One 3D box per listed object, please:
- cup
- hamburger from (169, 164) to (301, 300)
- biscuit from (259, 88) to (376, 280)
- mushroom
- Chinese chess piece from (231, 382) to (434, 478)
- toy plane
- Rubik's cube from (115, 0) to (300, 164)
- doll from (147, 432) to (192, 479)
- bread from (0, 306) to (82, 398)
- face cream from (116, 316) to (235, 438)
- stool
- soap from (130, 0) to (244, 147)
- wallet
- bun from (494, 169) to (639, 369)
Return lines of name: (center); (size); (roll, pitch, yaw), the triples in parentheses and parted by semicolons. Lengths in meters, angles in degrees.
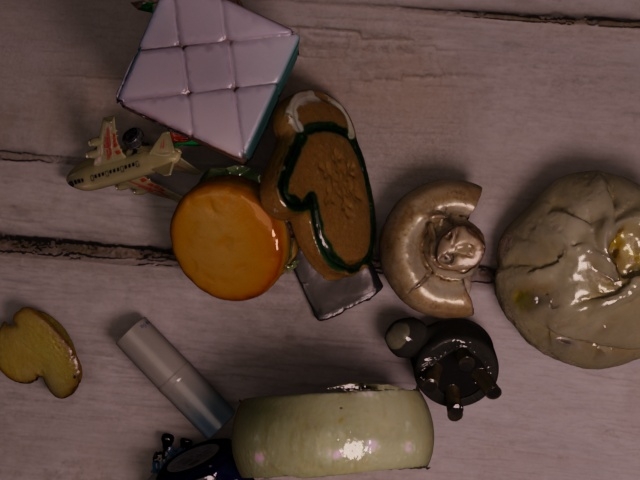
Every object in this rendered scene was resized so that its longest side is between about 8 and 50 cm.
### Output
cup: (-0.212, 0.521, 1.551); (0.255, 0.178, 0.256); (-27, 100, -34)
hamburger: (-0.140, -0.020, 1.557); (0.246, 0.170, 0.246); (6, 110, 18)
biscuit: (0.001, -0.101, 1.521); (0.057, 0.287, 0.343); (-14, 85, 36)
mushroom: (0.199, 0.016, 1.557); (0.189, 0.195, 0.253); (-1, 91, 3)
Chinese chess piece: (0.021, 0.331, 1.496); (0.349, 0.349, 0.146); (-4, 76, 1)
toy plane: (-0.354, -0.139, 1.576); (0.256, 0.242, 0.104); (-1, 57, 28)
Rubik's cube: (-0.177, -0.273, 1.433); (0.221, 0.224, 0.231); (25, 92, -3)
doll: (-0.294, 0.468, 1.642); (0.096, 0.070, 0.195); (14, 87, -12)
bread: (-0.530, 0.219, 1.641); (0.149, 0.065, 0.187); (-38, 95, 12)
face cream: (-0.272, 0.259, 1.627); (0.077, 0.077, 0.250); (-44, 90, 2)
stool: (0.224, 0.231, 1.577); (0.228, 0.139, 0.153); (9, 113, -3)
soap: (-0.219, -0.311, 1.592); (0.218, 0.098, 0.273); (-7, 92, -2)
wallet: (0.000, 0.000, 1.640); (0.146, 0.030, 0.285); (-26, 93, -1)
bun: (0.498, 0.060, 1.545); (0.365, 0.219, 0.365); (0, 92, 4)
